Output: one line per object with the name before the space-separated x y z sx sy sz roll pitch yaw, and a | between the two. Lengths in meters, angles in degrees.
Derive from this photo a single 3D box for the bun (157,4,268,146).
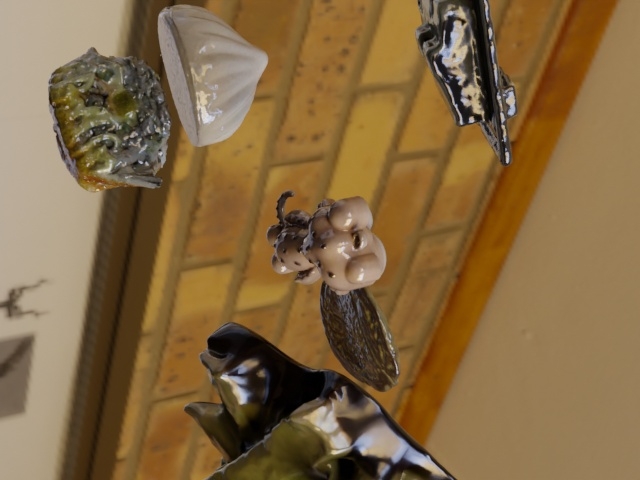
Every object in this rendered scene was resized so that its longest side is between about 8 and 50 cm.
bun | -0.182 -0.310 2.088 0.263 0.175 0.263 164 -90 -79

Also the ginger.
ginger | -0.011 0.303 1.253 0.358 0.211 0.413 17 -30 39

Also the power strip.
power strip | 0.166 -0.243 1.418 0.257 0.092 0.251 -103 174 -61

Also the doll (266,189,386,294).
doll | 0.000 0.002 1.824 0.278 0.119 0.154 11 -70 58

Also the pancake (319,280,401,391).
pancake | 0.065 0.156 2.072 0.250 0.031 0.250 45 -33 41

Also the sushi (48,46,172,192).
sushi | -0.340 -0.185 1.891 0.139 0.184 0.274 127 -54 -70
